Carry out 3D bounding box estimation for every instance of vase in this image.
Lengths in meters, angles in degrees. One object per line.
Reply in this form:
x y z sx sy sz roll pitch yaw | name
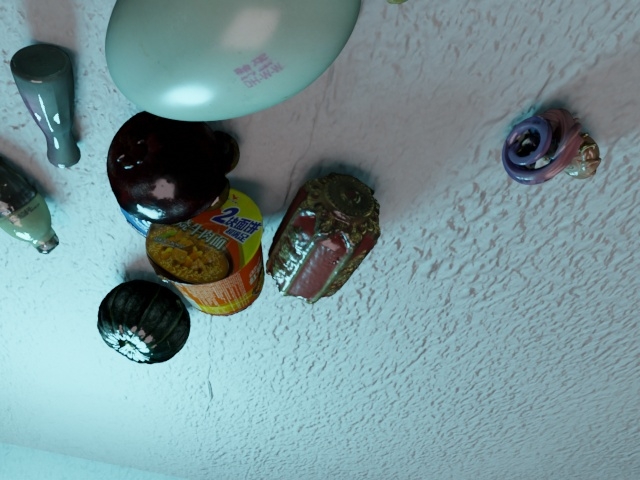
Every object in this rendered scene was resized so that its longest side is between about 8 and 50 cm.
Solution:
-0.442 -0.211 0.950 0.086 0.086 0.214 12 144 -5 | vase

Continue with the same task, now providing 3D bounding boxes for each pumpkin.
-0.414 0.192 1.350 0.220 0.162 0.221 11 135 11 | pumpkin

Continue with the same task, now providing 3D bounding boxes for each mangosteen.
-0.246 -0.119 0.943 0.209 0.210 0.210 4 140 4 | mangosteen

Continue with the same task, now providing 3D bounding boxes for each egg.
-0.119 -0.269 0.714 0.370 0.230 0.230 -16 135 32 | egg

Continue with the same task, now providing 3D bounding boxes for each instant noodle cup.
-0.197 0.033 1.067 0.213 0.213 0.174 2 146 6 | instant noodle cup

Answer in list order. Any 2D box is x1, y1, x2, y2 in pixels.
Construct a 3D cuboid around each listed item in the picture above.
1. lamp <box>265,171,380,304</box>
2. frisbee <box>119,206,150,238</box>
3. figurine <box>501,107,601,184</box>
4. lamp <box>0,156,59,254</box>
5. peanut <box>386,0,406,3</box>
0.000 0.000 1.058 0.177 0.177 0.274 20 139 -14 | lamp
-0.284 -0.046 1.144 0.241 0.045 0.242 5 138 4 | frisbee
0.371 -0.147 0.889 0.156 0.126 0.114 -7 100 -20 | figurine
-0.601 -0.075 1.119 0.101 0.101 0.250 -15 123 24 | lamp
0.122 -0.347 0.725 0.053 0.054 0.113 32 131 -26 | peanut
